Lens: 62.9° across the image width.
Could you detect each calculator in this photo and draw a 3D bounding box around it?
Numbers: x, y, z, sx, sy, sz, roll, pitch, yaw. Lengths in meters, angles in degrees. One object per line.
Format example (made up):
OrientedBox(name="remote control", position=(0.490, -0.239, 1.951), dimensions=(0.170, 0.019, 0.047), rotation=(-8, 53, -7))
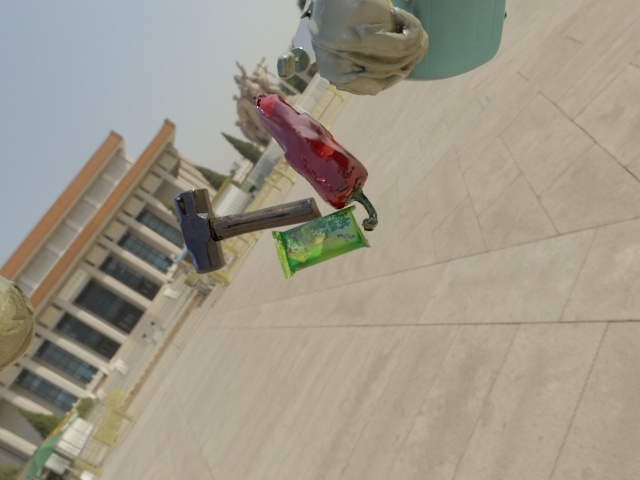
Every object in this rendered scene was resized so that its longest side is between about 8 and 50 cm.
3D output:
OrientedBox(name="calculator", position=(0.334, -0.533, 1.296), dimensions=(0.386, 0.256, 0.054), rotation=(-23, 36, -28))

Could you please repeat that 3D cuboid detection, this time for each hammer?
OrientedBox(name="hammer", position=(-0.199, -0.055, 1.469), dimensions=(0.409, 0.242, 0.095), rotation=(-11, 3, 14))

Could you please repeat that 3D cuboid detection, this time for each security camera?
OrientedBox(name="security camera", position=(-0.064, -0.369, 1.086), dimensions=(0.058, 0.058, 0.092), rotation=(-49, -4, 33))

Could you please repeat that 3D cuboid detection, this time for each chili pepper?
OrientedBox(name="chili pepper", position=(-0.010, -0.168, 1.041), dimensions=(0.110, 0.387, 0.110), rotation=(-41, -14, -12))

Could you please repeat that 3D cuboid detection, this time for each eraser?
OrientedBox(name="eraser", position=(0.014, -0.537, 1.225), dimensions=(0.078, 0.076, 0.298), rotation=(-39, -1, -19))

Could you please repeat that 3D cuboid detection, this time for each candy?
OrientedBox(name="candy", position=(0.000, 0.000, 1.019), dimensions=(0.178, 0.102, 0.032), rotation=(-20, -23, 6))

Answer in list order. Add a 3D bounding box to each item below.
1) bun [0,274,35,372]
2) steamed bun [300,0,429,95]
OrientedBox(name="bun", position=(-0.502, 0.111, 0.791), dimensions=(0.113, 0.173, 0.166), rotation=(-35, 4, -14))
OrientedBox(name="steamed bun", position=(0.061, -0.323, 0.883), dimensions=(0.144, 0.211, 0.218), rotation=(-67, 16, 7))
